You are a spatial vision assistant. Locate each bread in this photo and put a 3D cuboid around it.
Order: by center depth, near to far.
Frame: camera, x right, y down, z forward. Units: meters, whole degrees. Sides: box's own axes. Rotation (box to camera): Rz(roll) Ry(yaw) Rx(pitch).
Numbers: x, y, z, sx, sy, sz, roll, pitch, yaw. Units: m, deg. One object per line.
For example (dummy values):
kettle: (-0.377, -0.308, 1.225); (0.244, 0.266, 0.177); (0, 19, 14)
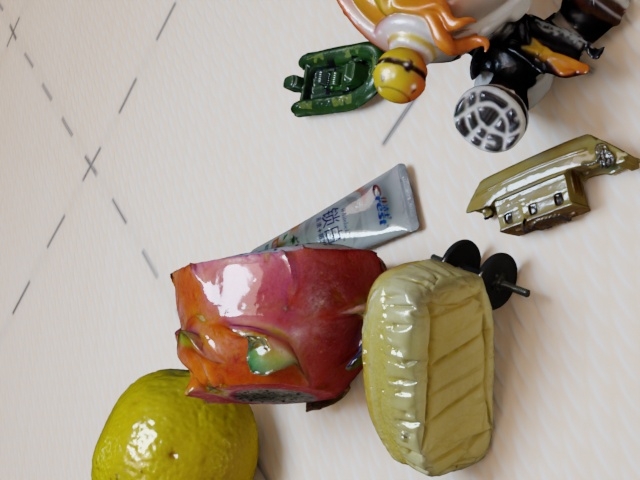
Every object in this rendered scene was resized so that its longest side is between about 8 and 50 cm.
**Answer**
bread: (0.116, 0.139, 0.948); (0.106, 0.140, 0.236); (14, 114, 51)

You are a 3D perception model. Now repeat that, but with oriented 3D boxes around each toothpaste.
toothpaste: (0.000, 0.000, 1.206); (0.323, 0.066, 0.100); (-27, 60, 34)

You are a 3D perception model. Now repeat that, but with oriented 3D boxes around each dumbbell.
dumbbell: (0.181, 0.039, 0.989); (0.147, 0.069, 0.069); (22, 95, 48)

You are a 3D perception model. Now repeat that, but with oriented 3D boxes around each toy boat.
toy boat: (0.254, -0.056, 0.949); (0.200, 0.057, 0.077); (-25, 66, 40)
toy boat: (0.027, -0.235, 1.248); (0.210, 0.052, 0.104); (2, 78, 48)

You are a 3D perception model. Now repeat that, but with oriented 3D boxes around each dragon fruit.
dragon fruit: (-0.047, 0.114, 1.062); (0.290, 0.290, 0.189); (-19, 71, 43)

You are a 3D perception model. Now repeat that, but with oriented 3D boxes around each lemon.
lemon: (-0.198, 0.295, 1.206); (0.228, 0.228, 0.253); (21, 84, 48)

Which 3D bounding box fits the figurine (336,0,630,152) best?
figurine: (0.145, -0.275, 0.938); (0.320, 0.323, 0.196); (-47, 6, -15)
